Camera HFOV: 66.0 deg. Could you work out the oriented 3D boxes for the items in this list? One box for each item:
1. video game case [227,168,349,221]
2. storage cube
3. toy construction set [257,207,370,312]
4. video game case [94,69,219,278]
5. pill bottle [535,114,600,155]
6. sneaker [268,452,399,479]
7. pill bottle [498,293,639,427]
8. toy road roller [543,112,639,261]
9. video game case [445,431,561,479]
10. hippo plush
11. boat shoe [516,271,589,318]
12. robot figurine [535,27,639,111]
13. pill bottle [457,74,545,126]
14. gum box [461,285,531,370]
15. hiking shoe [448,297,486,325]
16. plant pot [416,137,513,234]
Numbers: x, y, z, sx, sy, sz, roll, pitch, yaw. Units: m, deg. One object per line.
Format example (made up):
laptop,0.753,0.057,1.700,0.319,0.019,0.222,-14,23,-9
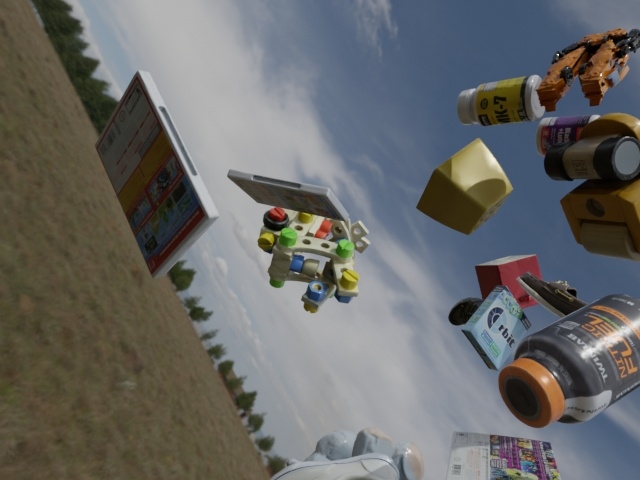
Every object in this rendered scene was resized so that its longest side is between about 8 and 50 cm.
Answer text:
video game case,-0.035,-0.050,0.561,0.122,0.011,0.087,13,-12,20
storage cube,0.767,0.172,2.003,0.215,0.183,0.193,167,-90,-79
toy construction set,0.000,0.000,0.948,0.214,0.328,0.151,21,-68,8
video game case,-0.286,-0.106,0.830,0.204,0.025,0.285,-39,-107,37
pill bottle,0.696,-0.281,1.328,0.193,0.108,0.108,8,-52,43
sneaker,0.003,0.418,0.815,0.091,0.258,0.094,-7,75,-80
pill bottle,0.371,0.174,0.702,0.130,0.245,0.131,43,-38,46
toy road roller,0.716,-0.138,1.153,0.330,0.240,0.202,63,-13,-14
video game case,0.370,0.464,1.003,0.232,0.210,0.042,-8,97,-72
hippo plush,0.064,0.525,1.018,0.234,0.294,0.236,49,-27,-11
boat shoe,0.695,0.176,1.398,0.116,0.097,0.324,33,12,-32
robot figurine,0.653,-0.422,1.199,0.211,0.291,0.085,7,-47,48
pill bottle,0.494,-0.377,1.355,0.208,0.119,0.119,4,-56,43
gum box,0.505,0.248,1.405,0.157,0.184,0.041,53,-23,-15
hiking shoe,0.495,0.237,1.567,0.226,0.114,0.086,-27,-79,42
plant pot,0.458,-0.147,1.527,0.187,0.212,0.212,46,-25,18
